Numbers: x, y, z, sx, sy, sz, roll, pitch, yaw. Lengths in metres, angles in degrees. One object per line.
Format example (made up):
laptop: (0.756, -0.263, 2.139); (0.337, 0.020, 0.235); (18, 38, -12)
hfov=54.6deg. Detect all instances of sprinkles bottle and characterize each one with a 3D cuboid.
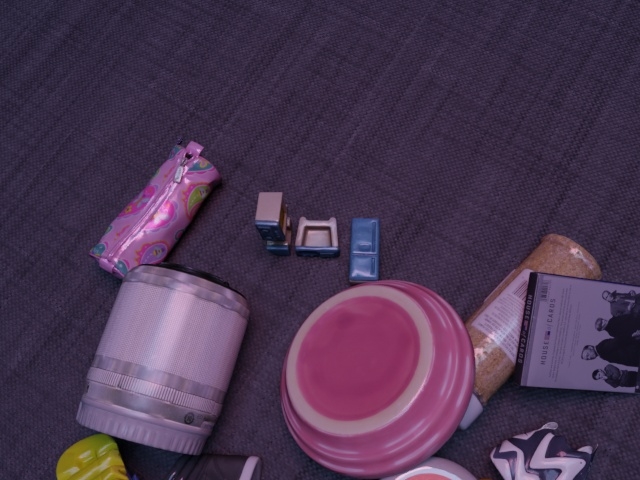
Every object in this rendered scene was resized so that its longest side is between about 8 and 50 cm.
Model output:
sprinkles bottle: (0.311, 0.148, 1.036); (0.355, 0.121, 0.121); (-43, 73, -10)

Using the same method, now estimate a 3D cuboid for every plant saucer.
plant saucer: (0.072, 0.199, 0.986); (0.332, 0.084, 0.332); (-17, 50, 22)

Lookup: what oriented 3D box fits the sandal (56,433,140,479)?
sandal: (-0.300, 0.431, 0.933); (0.126, 0.138, 0.317); (-27, 33, -13)

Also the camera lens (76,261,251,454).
camera lens: (-0.249, 0.187, 1.017); (0.220, 0.219, 0.274); (13, 72, 9)

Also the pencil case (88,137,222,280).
pencil case: (-0.302, -0.051, 1.159); (0.124, 0.124, 0.284); (32, 77, 14)

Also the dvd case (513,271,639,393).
dvd case: (0.428, 0.151, 0.996); (0.239, 0.029, 0.179); (8, 91, -18)

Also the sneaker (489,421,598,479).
sneaker: (0.392, 0.390, 0.958); (0.153, 0.094, 0.235); (-36, 62, 1)

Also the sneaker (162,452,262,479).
sneaker: (-0.204, 0.460, 0.953); (0.147, 0.104, 0.295); (8, 45, 13)

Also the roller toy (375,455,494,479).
roller toy: (0.165, 0.426, 0.938); (0.210, 0.146, 0.191); (22, 74, 11)

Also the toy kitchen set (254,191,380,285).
toy kitchen set: (0.000, 0.000, 1.090); (0.207, 0.166, 0.122); (1, 71, 5)
